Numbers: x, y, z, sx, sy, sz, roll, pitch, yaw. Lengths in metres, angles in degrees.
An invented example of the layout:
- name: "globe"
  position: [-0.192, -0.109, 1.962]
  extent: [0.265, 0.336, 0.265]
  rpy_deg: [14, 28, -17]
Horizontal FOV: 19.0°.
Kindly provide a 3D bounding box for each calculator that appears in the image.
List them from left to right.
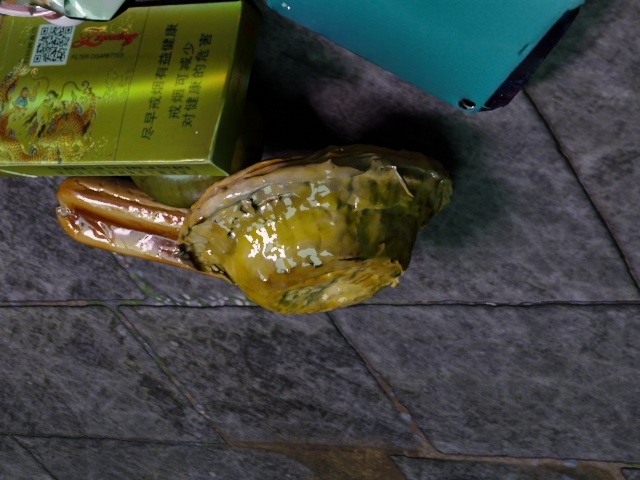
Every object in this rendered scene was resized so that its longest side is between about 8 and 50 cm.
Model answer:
- name: "calculator"
  position: [0.098, -0.235, 1.685]
  extent: [0.248, 0.058, 0.274]
  rpy_deg: [25, 148, -6]

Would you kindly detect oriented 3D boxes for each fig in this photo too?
- name: "fig"
  position: [-0.124, -0.098, 2.012]
  extent: [0.151, 0.151, 0.259]
  rpy_deg: [18, 175, 8]

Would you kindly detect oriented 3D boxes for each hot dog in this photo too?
- name: "hot dog"
  position: [-0.182, -0.021, 2.178]
  extent: [0.249, 0.068, 0.100]
  rpy_deg: [15, 137, 9]

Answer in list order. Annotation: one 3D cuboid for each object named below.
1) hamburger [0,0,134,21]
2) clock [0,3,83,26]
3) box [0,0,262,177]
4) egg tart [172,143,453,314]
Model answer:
- name: "hamburger"
  position: [-0.239, -0.295, 1.690]
  extent: [0.214, 0.125, 0.235]
  rpy_deg: [34, 108, -13]
- name: "clock"
  position: [-0.283, -0.285, 1.834]
  extent: [0.162, 0.092, 0.166]
  rpy_deg: [13, 145, -1]
- name: "box"
  position: [-0.211, -0.149, 1.903]
  extent: [0.311, 0.173, 0.043]
  rpy_deg: [0, 160, 30]
- name: "egg tart"
  position: [0.000, 0.000, 1.944]
  extent: [0.295, 0.116, 0.295]
  rpy_deg: [-13, 163, -4]
